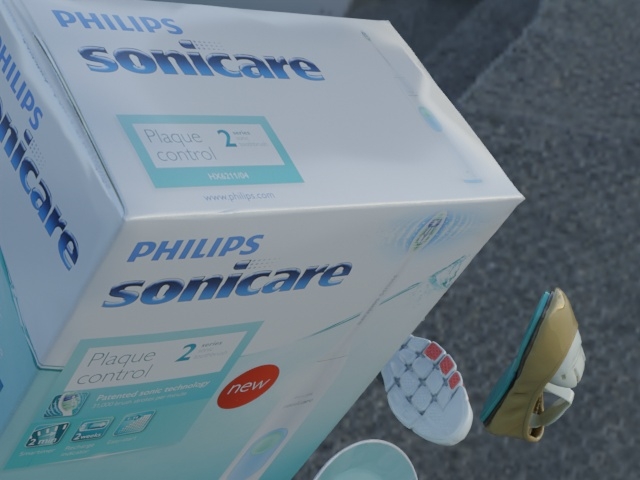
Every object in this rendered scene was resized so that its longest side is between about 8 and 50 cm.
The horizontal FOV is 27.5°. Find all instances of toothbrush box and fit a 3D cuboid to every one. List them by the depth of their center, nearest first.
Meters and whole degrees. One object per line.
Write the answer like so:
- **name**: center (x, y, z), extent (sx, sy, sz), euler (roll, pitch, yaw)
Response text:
- **toothbrush box**: center (-0.083, 0.039, 0.607), extent (0.216, 0.295, 0.126), euler (-3, 49, -43)

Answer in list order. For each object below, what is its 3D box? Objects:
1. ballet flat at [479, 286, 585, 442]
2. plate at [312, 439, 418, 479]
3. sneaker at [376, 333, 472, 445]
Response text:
- **ballet flat**: center (0.216, 0.123, 1.251), extent (0.073, 0.232, 0.080), euler (24, 57, 7)
- **plate**: center (0.029, 0.280, 1.247), extent (0.024, 0.188, 0.188), euler (9, 22, 44)
- **sneaker**: center (0.078, 0.109, 1.020), extent (0.061, 0.065, 0.158), euler (-41, 41, 2)
